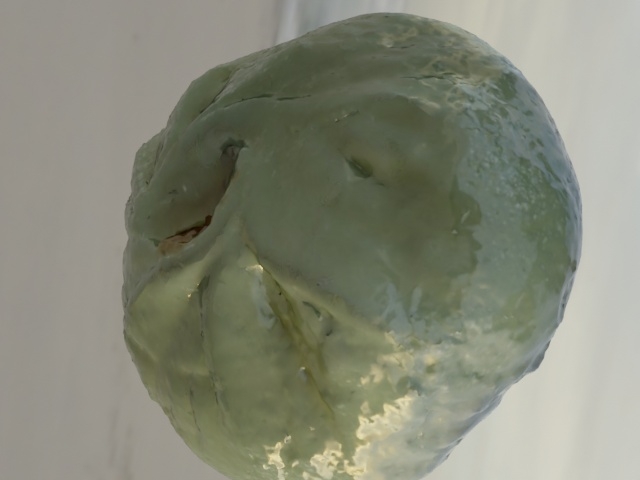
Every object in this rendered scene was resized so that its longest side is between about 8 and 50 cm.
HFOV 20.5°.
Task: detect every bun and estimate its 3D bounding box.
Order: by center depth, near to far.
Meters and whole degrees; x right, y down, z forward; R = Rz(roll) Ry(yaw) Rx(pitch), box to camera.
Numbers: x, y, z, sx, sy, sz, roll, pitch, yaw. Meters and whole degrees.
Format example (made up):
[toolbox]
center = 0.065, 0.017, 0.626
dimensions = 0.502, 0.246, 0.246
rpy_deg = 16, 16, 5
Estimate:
[bun]
center = 0.000, 0.000, 0.668
dimensions = 0.195, 0.118, 0.195
rpy_deg = -22, -125, 36
